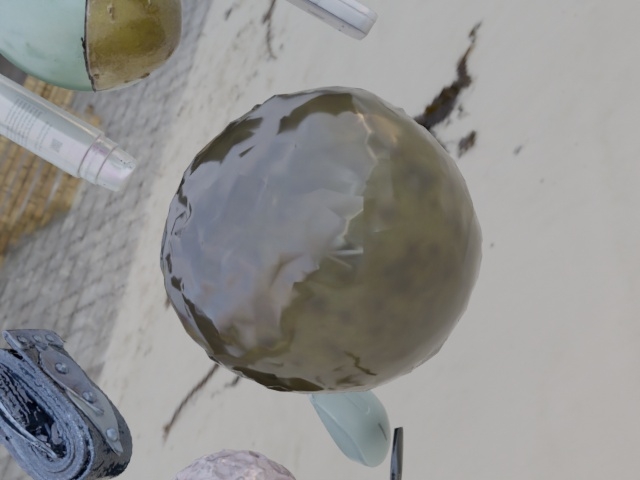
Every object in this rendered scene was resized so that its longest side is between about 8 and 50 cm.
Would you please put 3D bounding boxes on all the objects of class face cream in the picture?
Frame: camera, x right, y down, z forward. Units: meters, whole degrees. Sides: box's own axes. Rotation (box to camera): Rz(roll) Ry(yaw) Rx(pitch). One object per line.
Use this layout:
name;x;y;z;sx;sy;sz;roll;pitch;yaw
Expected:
face cream;-0.500;-0.201;1.695;0.102;0.345;0.102;-59;4;7

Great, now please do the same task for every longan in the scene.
longan;0.000;0.000;1.122;0.391;0.391;0.391;-53;22;33

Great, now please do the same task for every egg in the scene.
egg;-0.421;-0.398;1.546;0.276;0.389;0.276;-50;-26;-35

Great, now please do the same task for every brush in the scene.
brush;0.083;0.290;1.019;0.016;0.063;0.193;-14;45;20

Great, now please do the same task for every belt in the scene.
belt;-0.342;0.218;1.137;0.122;0.218;0.128;-52;-19;10

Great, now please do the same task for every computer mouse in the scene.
computer mouse;0.066;0.337;1.787;0.079;0.231;0.128;-23;19;38

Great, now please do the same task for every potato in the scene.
potato;-0.240;-0.290;1.208;0.182;0.117;0.202;-103;19;-72

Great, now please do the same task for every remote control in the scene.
remote control;-0.052;-0.303;1.042;0.034;0.250;0.103;-61;6;5

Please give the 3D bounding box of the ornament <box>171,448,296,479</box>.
ornament;-0.142;0.451;1.424;0.259;0.225;0.259;-33;38;30
